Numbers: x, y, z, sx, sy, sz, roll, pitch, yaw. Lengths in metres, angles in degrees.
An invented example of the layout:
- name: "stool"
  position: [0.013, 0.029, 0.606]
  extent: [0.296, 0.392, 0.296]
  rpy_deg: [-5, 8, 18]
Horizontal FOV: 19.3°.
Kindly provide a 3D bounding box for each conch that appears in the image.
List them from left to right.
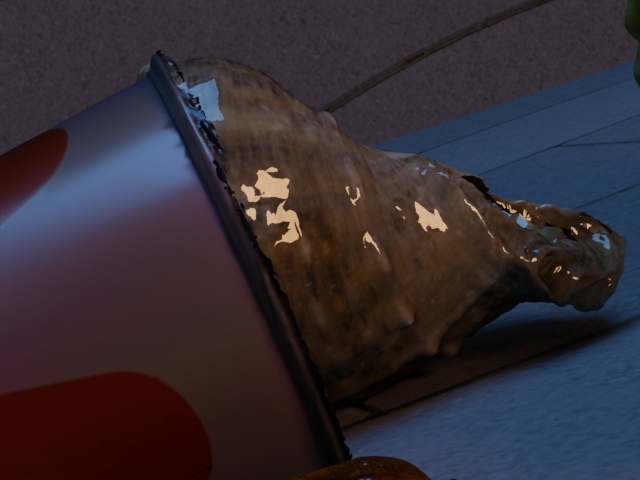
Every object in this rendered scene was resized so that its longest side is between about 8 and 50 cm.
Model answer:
- name: "conch"
  position: [-0.009, 0.014, 0.938]
  extent: [0.291, 0.159, 0.210]
  rpy_deg: [21, -5, -3]

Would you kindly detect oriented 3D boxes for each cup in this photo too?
- name: "cup"
  position: [-0.149, 0.075, 0.691]
  extent: [0.288, 0.203, 0.203]
  rpy_deg: [-25, 7, -5]

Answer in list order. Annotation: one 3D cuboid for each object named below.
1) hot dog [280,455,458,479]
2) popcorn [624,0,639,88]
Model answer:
- name: "hot dog"
  position: [-0.043, 0.113, 0.585]
  extent: [0.188, 0.055, 0.072]
  rpy_deg: [-17, 3, 4]
- name: "popcorn"
  position: [0.300, -0.134, 1.075]
  extent: [0.249, 0.249, 0.225]
  rpy_deg: [-16, -10, 12]
